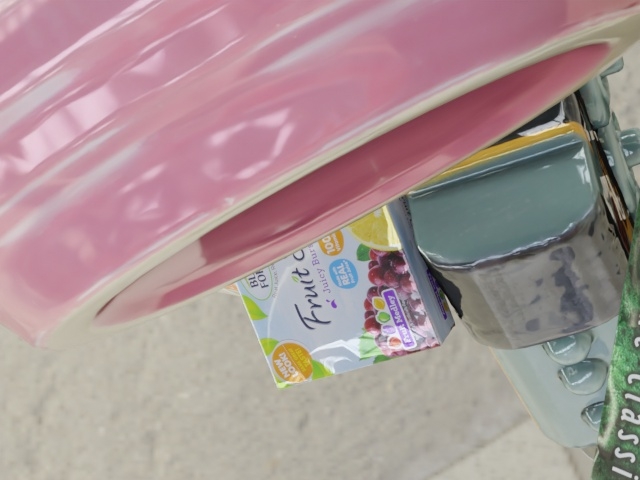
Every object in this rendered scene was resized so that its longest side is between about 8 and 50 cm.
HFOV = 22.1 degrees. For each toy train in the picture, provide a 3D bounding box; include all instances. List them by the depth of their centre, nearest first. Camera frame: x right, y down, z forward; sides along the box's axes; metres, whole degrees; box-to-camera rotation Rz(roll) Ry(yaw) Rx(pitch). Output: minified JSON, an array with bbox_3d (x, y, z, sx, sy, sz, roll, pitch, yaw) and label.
[{"bbox_3d":[0.135,0.006,0.961,0.142,0.334,0.190,-16,52,14],"label":"toy train"}]

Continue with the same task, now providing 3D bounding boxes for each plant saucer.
[{"bbox_3d":[-0.007,-0.053,0.592,0.332,0.332,0.084,-32,84,35],"label":"plant saucer"}]

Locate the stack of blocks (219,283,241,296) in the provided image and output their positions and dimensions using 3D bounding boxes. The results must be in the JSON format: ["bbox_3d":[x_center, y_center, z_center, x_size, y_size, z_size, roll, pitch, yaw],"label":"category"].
[{"bbox_3d":[-0.151,-0.056,1.456,0.297,0.087,0.171,11,82,29],"label":"stack of blocks"}]

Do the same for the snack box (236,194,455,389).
[{"bbox_3d":[0.000,0.000,0.878,0.100,0.037,0.141,-17,101,24],"label":"snack box"}]

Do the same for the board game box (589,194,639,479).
[{"bbox_3d":[0.129,0.029,0.465,0.030,0.136,0.260,18,107,40],"label":"board game box"}]
